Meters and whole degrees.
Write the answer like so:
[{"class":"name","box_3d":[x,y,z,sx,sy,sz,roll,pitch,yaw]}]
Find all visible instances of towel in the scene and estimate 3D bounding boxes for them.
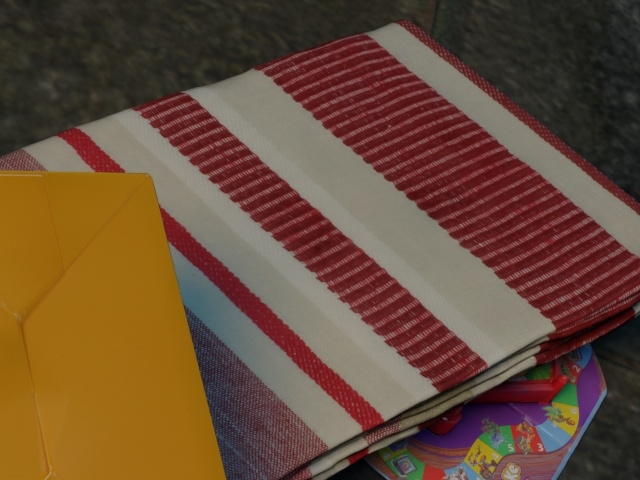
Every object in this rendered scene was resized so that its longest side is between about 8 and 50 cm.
[{"class":"towel","box_3d":[0.000,0.000,0.962,0.329,0.037,0.237,-23,54,-38]}]

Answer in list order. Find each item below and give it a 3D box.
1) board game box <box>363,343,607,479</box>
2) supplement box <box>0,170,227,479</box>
[{"class":"board game box","box_3d":[0.081,0.061,0.986,0.133,0.033,0.169,37,49,3]},{"class":"supplement box","box_3d":[-0.134,0.104,0.738,0.129,0.194,0.191,0,57,-27]}]
